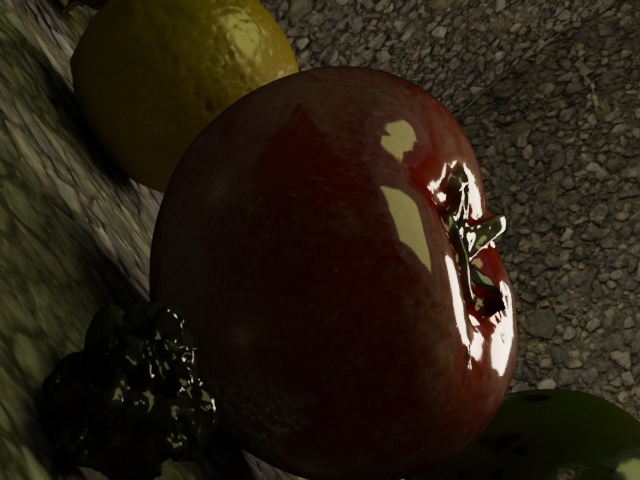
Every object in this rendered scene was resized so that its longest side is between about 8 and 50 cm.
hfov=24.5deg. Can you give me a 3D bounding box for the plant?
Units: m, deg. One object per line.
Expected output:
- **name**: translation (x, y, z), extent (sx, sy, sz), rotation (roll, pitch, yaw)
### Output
- **plant**: translation (-0.090, 0.068, 0.718), extent (0.174, 0.085, 0.087), rotation (-109, -157, -83)

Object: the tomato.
- **tomato**: translation (0.005, 0.029, 0.958), extent (0.270, 0.227, 0.270), rotation (50, 31, -46)

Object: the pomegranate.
- **pomegranate**: translation (0.213, 0.222, 1.130), extent (0.291, 0.323, 0.291), rotation (32, -5, 3)

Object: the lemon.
- **lemon**: translation (-0.104, -0.121, 1.191), extent (0.203, 0.178, 0.178), rotation (52, 6, -38)

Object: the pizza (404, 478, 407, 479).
- **pizza**: translation (0.050, 0.151, 1.331), extent (0.228, 0.081, 0.289), rotation (50, 5, 18)

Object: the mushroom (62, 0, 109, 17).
- **mushroom**: translation (-0.237, -0.327, 1.337), extent (0.297, 0.163, 0.278), rotation (57, 6, 32)
